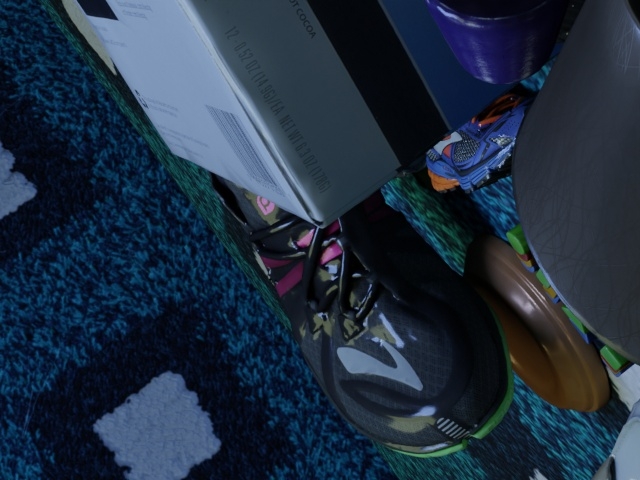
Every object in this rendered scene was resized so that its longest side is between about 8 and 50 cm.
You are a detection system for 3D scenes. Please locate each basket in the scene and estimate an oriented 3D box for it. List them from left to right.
[{"bbox_3d":[0.186,-0.060,0.707,0.227,0.154,0.204,88,157,-65],"label":"basket"}]

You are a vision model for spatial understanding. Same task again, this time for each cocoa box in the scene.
[{"bbox_3d":[-0.023,-0.189,1.003,0.231,0.228,0.347,59,169,-19],"label":"cocoa box"}]

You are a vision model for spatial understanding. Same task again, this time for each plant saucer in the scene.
[{"bbox_3d":[0.196,0.085,1.411,0.200,0.037,0.200,52,169,15],"label":"plant saucer"}]

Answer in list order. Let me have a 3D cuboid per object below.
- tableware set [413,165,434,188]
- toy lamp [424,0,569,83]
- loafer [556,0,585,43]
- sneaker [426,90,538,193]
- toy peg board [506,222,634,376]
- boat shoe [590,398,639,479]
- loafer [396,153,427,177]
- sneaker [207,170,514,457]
[{"bbox_3d":[0.063,-0.115,1.429,0.154,0.024,0.104,48,171,30],"label":"tableware set"},{"bbox_3d":[0.072,-0.173,0.664,0.080,0.080,0.274,48,168,33],"label":"toy lamp"},{"bbox_3d":[0.129,-0.183,0.782,0.080,0.078,0.220,14,153,1],"label":"loafer"},{"bbox_3d":[0.117,-0.087,1.122,0.087,0.083,0.221,64,165,-5],"label":"sneaker"},{"bbox_3d":[0.201,0.035,1.114,0.161,0.079,0.160,53,169,14],"label":"toy peg board"},{"bbox_3d":[0.284,0.223,1.259,0.113,0.103,0.302,48,167,33],"label":"boat shoe"},{"bbox_3d":[0.025,-0.165,1.254,0.267,0.096,0.084,61,163,-18],"label":"loafer"},{"bbox_3d":[0.000,0.000,1.382,0.483,0.185,0.202,55,-170,27],"label":"sneaker"}]
